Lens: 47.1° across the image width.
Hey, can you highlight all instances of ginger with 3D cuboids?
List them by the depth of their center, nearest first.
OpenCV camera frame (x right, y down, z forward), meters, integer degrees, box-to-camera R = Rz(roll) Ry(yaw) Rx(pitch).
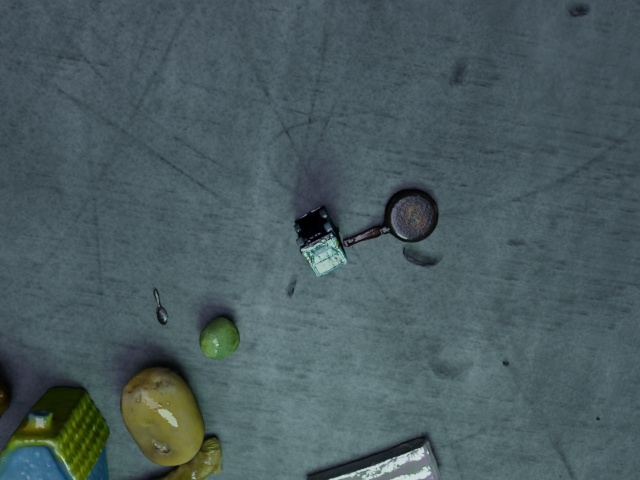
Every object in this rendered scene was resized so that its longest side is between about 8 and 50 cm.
[{"bbox_3d":[-0.335,0.547,1.653,0.299,0.065,0.118,-37,121,10],"label":"ginger"}]

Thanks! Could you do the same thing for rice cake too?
[{"bbox_3d":[0.121,0.543,1.674,0.298,0.050,0.106,-20,104,4],"label":"rice cake"}]

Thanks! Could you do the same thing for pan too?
[{"bbox_3d":[0.144,-0.032,1.524,0.212,0.040,0.115,-23,99,4],"label":"pan"}]

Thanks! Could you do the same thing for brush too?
[{"bbox_3d":[-0.344,0.143,1.573,0.024,0.008,0.083,-9,106,4],"label":"brush"}]

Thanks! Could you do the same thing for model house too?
[{"bbox_3d":[-0.562,0.467,1.536,0.215,0.237,0.303,8,105,-3],"label":"model house"}]

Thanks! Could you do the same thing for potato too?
[{"bbox_3d":[-0.331,0.376,1.571,0.150,0.146,0.234,8,127,41],"label":"potato"}]

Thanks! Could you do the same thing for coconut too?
[{"bbox_3d":[-0.211,0.207,1.557,0.087,0.096,0.088,20,127,29],"label":"coconut"}]

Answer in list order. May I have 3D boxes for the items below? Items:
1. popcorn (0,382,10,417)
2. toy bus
[{"bbox_3d":[-0.757,0.324,1.543,0.197,0.155,0.198,7,115,15],"label":"popcorn"},{"bbox_3d":[0.000,0.000,1.470,0.079,0.160,0.092,-28,113,5],"label":"toy bus"}]
